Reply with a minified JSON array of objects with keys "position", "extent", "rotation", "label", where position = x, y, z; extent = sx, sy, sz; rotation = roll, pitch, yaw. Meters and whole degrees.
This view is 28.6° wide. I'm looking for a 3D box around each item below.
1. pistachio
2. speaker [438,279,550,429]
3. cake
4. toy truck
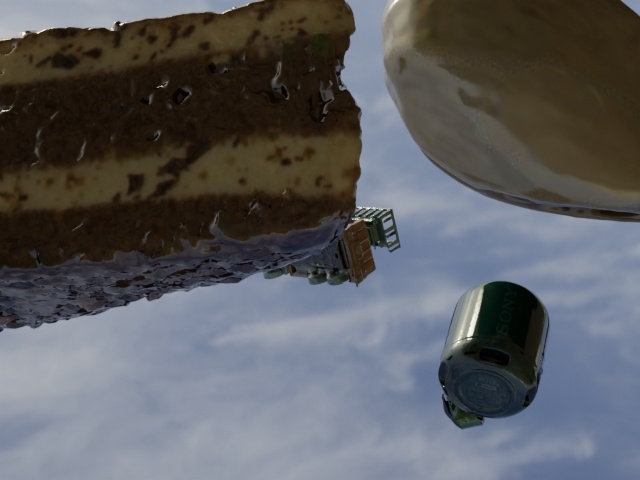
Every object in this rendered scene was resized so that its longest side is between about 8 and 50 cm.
[{"position":[0.143,-0.087,0.789],"extent":[0.238,0.153,0.138],"rotation":[40,-167,7],"label":"pistachio"},{"position":[0.097,0.075,0.763],"extent":[0.060,0.094,0.075],"rotation":[31,-138,-6],"label":"speaker"},{"position":[-0.116,-0.031,0.490],"extent":[0.135,0.246,0.112],"rotation":[13,-110,-50],"label":"cake"},{"position":[0.000,-0.001,1.640],"extent":[0.177,0.080,0.115],"rotation":[5,-153,42],"label":"toy truck"}]
